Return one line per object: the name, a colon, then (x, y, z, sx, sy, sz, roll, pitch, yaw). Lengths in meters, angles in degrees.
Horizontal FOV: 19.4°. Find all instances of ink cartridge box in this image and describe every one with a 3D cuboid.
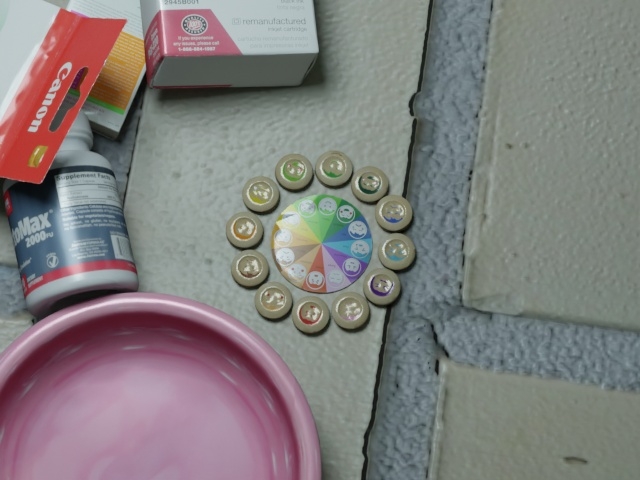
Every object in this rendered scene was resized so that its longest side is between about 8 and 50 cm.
ink cartridge box: (-0.094, -0.265, 1.822, 0.158, 0.092, 0.218, -3, 73, -15)
ink cartridge box: (-0.300, -0.148, 1.755, 0.056, 0.224, 0.181, 36, 72, -37)

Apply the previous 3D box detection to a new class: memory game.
memory game: (0.000, 0.000, 1.806, 0.186, 0.012, 0.186, 0, 76, -1)

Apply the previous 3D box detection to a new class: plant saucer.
plant saucer: (-0.164, 0.215, 1.713, 0.332, 0.084, 0.332, 0, 76, 0)

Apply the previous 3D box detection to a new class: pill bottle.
pill bottle: (-0.240, -0.026, 1.762, 0.108, 0.108, 0.180, -14, 74, -4)

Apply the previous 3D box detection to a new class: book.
book: (-0.215, -0.184, 1.831, 0.096, 0.035, 0.144, 24, 74, -9)
